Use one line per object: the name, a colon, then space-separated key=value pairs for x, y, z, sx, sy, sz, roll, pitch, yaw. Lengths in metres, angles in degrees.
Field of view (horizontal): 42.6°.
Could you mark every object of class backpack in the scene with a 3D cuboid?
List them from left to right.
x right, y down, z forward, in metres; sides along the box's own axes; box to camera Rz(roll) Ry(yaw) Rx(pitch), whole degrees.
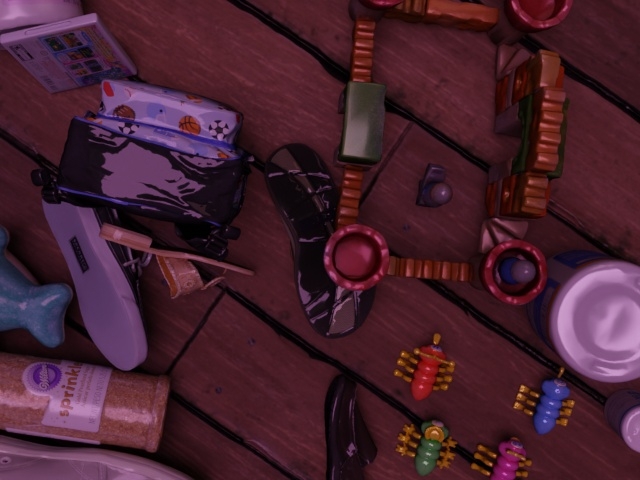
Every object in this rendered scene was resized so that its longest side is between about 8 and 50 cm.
backpack: x=-0.219 y=-0.111 z=1.155 sx=0.277 sy=0.263 sz=0.213 roll=19 pitch=89 yaw=-3

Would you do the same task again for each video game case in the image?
video game case: x=-0.366 y=-0.272 z=1.210 sx=0.143 sy=0.157 sz=0.019 roll=-11 pitch=72 yaw=5

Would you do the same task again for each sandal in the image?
sandal: x=-0.220 y=0.046 z=1.223 sx=0.240 sy=0.088 sz=0.079 roll=20 pitch=88 yaw=-25
sandal: x=0.001 y=-0.002 z=1.238 sx=0.120 sy=0.086 sz=0.302 roll=-15 pitch=77 yaw=-7

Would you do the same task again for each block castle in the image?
block castle: x=0.168 y=-0.147 z=1.103 sx=0.303 sy=0.213 sz=0.452 roll=6 pitch=87 yaw=-6

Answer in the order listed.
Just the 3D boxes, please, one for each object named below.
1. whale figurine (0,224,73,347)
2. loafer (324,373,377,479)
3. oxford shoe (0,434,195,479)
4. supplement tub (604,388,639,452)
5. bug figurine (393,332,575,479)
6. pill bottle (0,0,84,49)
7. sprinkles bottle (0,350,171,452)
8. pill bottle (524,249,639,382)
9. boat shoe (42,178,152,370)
whale figurine: x=-0.513 y=0.082 z=1.235 sx=0.272 sy=0.141 sz=0.216 roll=20 pitch=105 yaw=12
loafer: x=0.048 y=0.311 z=1.262 sx=0.079 sy=0.080 sz=0.219 roll=-1 pitch=99 yaw=-5
oxford shoe: x=-0.395 y=0.384 z=1.226 sx=0.450 sy=0.130 sz=0.169 roll=11 pitch=136 yaw=-8
supplement tub: x=0.463 y=0.263 z=1.203 sx=0.071 sy=0.107 sz=0.070 roll=0 pitch=95 yaw=4
bug figurine: x=0.239 y=0.268 z=1.240 sx=0.279 sy=0.072 sz=0.216 roll=14 pitch=95 yaw=3
pill bottle: x=-0.455 y=-0.444 z=1.196 sx=0.169 sy=0.169 sz=0.301 roll=-10 pitch=93 yaw=5
sprinkles bottle: x=-0.409 y=0.234 z=1.230 sx=0.356 sy=0.121 sz=0.121 roll=11 pitch=95 yaw=-9
pill bottle: x=0.363 y=0.091 z=1.116 sx=0.152 sy=0.272 sz=0.152 roll=0 pitch=94 yaw=5
boat shoe: x=-0.318 y=0.043 z=1.251 sx=0.113 sy=0.105 sz=0.306 roll=-34 pitch=80 yaw=38
